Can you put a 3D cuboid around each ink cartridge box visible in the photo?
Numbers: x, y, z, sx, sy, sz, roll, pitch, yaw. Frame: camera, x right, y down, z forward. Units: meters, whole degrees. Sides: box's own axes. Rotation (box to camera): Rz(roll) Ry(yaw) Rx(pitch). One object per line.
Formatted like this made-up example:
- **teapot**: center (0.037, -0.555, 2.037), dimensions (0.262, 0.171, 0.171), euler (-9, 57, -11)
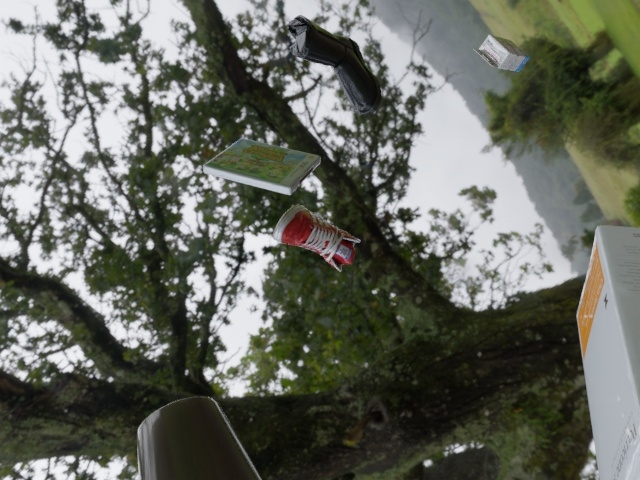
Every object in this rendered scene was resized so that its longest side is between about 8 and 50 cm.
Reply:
- **ink cartridge box**: center (0.277, -0.287, 0.836), dimensions (0.083, 0.028, 0.048), euler (-10, -125, -43)

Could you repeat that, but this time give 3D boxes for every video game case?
- **video game case**: center (-0.130, -0.177, 1.263), dimensions (0.212, 0.023, 0.193), euler (15, -147, 14)

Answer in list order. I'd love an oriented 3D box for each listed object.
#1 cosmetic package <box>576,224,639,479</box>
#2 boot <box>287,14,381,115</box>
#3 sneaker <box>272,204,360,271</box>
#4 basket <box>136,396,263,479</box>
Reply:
- **cosmetic package**: center (0.518, 0.194, 0.847), dimensions (0.453, 0.161, 0.230), euler (-65, -26, -52)
- **boot**: center (0.028, -0.430, 1.351), dimensions (0.207, 0.094, 0.246), euler (4, -121, -42)
- **sneaker**: center (0.000, 0.000, 0.554), dimensions (0.067, 0.042, 0.118), euler (36, -168, 16)
- **basket**: center (-0.168, 0.349, 0.760), dimensions (0.204, 0.154, 0.227), euler (-9, -134, -28)
